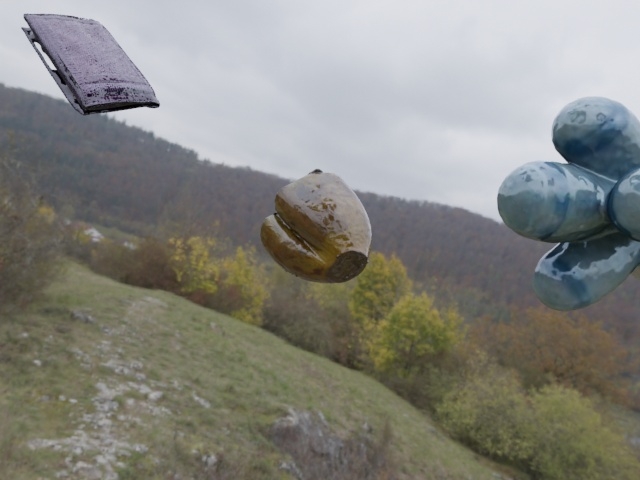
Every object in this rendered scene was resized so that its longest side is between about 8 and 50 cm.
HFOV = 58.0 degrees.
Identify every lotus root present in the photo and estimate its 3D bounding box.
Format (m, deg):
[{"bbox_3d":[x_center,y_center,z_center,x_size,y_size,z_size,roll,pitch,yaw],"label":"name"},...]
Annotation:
[{"bbox_3d":[0.000,-0.001,1.094,0.180,0.199,0.188,58,-12,39],"label":"lotus root"}]

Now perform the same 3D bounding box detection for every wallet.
[{"bbox_3d":[-0.290,-0.227,0.736,0.111,0.030,0.166,-23,69,-45],"label":"wallet"}]

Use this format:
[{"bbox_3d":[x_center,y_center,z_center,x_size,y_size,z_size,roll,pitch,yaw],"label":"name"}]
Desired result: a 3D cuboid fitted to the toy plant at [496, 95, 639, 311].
[{"bbox_3d":[0.349,-0.036,0.671,0.332,0.247,0.247,0,3,-20],"label":"toy plant"}]
